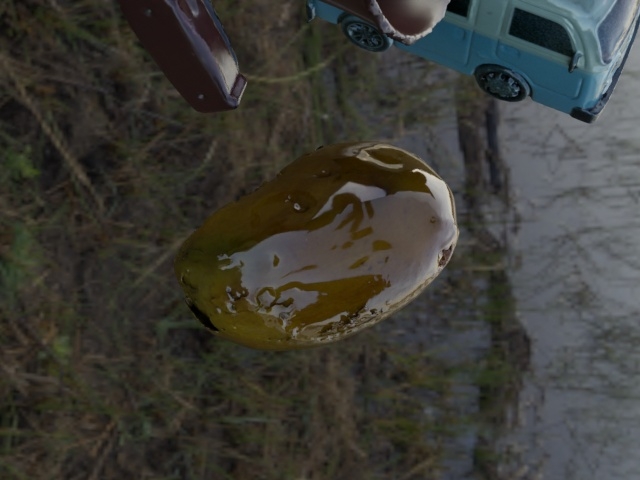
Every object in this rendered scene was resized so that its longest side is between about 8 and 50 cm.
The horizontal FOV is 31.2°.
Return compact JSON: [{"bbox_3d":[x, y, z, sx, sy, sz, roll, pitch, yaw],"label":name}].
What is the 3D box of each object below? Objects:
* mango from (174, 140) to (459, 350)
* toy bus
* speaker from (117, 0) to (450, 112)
[{"bbox_3d":[0.000,0.000,0.949,0.249,0.151,0.156,-19,70,-18],"label":"mango"},{"bbox_3d":[0.132,-0.220,0.938,0.165,0.271,0.133,87,27,-69],"label":"toy bus"},{"bbox_3d":[-0.065,-0.207,0.729,0.259,0.330,0.198,16,78,-58],"label":"speaker"}]
